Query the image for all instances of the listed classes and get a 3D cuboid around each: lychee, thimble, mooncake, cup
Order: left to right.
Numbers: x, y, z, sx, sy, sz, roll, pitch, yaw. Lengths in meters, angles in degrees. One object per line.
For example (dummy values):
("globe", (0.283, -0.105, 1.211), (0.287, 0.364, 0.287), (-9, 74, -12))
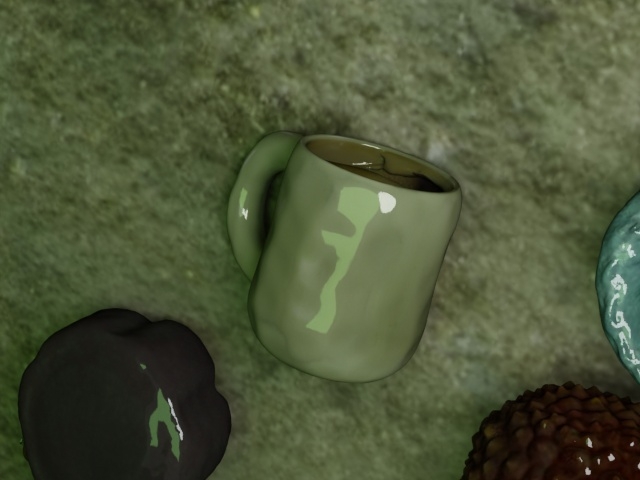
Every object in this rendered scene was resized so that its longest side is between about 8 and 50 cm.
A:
("mooncake", (-0.215, 0.197, 1.410), (0.245, 0.133, 0.245), (6, 104, 24))
("cup", (-0.006, 0.004, 1.247), (0.255, 0.173, 0.202), (22, 108, 19))
("lychee", (0.238, 0.250, 1.142), (0.267, 0.267, 0.267), (6, 104, 24))
("thimble", (0.347, 0.044, 1.106), (0.198, 0.143, 0.235), (-16, 96, 28))

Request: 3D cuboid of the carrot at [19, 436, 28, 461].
("carrot", (-0.248, 0.297, 1.500), (0.254, 0.049, 0.049), (32, 113, 13))
